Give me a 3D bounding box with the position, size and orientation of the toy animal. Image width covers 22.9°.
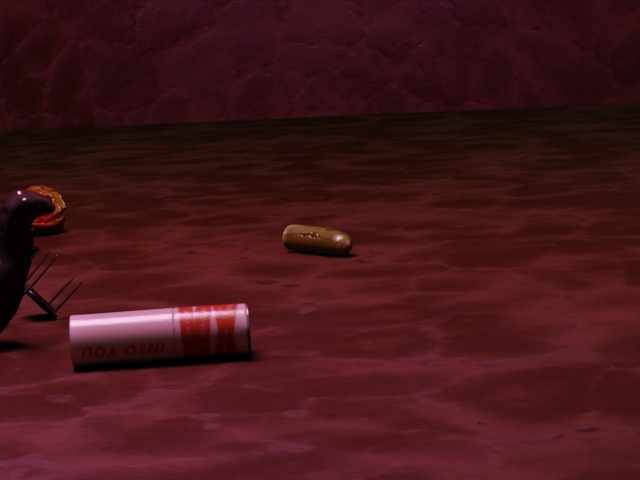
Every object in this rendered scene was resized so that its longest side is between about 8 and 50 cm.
[{"bbox_3d":[-0.319,0.020,1.193,0.245,0.146,0.114,-8,28,-11],"label":"toy animal"}]

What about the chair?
[{"bbox_3d":[-0.244,0.052,1.337,0.086,0.042,0.037,-43,20,-13],"label":"chair"}]

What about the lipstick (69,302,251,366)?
[{"bbox_3d":[-0.117,0.069,1.156,0.130,0.038,0.038,-4,9,-4],"label":"lipstick"}]

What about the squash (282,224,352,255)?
[{"bbox_3d":[0.000,0.000,1.593,0.083,0.028,0.027,6,13,42],"label":"squash"}]

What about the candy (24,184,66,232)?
[{"bbox_3d":[-0.375,-0.017,1.786,0.201,0.061,0.060,-20,18,-40],"label":"candy"}]
